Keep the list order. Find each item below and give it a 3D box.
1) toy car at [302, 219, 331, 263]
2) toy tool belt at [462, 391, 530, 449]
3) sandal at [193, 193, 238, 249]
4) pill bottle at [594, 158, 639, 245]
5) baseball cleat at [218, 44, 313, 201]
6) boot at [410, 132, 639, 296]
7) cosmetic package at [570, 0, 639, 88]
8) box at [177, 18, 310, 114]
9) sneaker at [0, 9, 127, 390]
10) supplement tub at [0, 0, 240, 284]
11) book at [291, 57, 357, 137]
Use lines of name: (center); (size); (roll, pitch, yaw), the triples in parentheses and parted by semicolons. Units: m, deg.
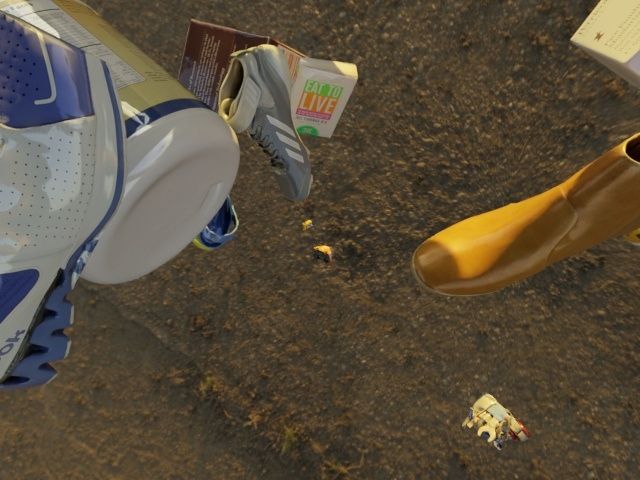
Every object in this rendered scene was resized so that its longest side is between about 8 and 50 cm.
toy car: (0.000, 0.000, 1.167); (0.060, 0.041, 0.121); (3, 120, 46)
toy tool belt: (0.201, 0.220, 0.516); (0.051, 0.083, 0.052); (-39, 99, -2)
sandal: (-0.259, -0.120, 1.089); (0.138, 0.126, 0.316); (22, 120, 56)
pill bottle: (0.629, -0.070, 0.878); (0.215, 0.117, 0.117); (38, 107, -7)
baseball cleat: (-0.072, -0.134, 0.561); (0.072, 0.110, 0.205); (14, 125, 45)
boot: (0.261, -0.033, 0.498); (0.296, 0.211, 0.104); (-13, 66, -12)
cosmetic package: (0.497, -0.298, 0.623); (0.152, 0.183, 0.151); (25, 121, -13)
box: (-0.149, -0.315, 0.881); (0.203, 0.169, 0.166); (25, 107, 27)
sneaker: (-0.257, 0.002, 0.291); (0.128, 0.182, 0.315); (25, 107, 16)
supplement tub: (-0.275, -0.128, 0.496); (0.316, 0.228, 0.228); (40, 106, 7)
book: (-0.007, -0.241, 0.757); (0.097, 0.144, 0.035); (4, 59, -16)
